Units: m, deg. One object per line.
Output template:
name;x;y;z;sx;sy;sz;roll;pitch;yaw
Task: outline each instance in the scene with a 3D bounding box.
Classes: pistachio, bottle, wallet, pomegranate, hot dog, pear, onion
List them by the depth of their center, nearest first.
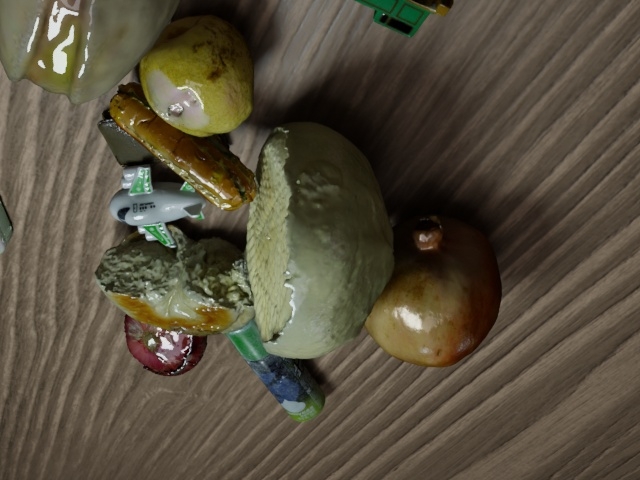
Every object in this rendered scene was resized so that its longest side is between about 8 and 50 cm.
pistachio;-0.271;-0.381;1.004;0.281;0.365;0.446;9;102;-19
pear;-0.172;-0.231;1.276;0.178;0.178;0.178;6;138;6
hot dog;-0.209;-0.145;1.356;0.269;0.115;0.072;39;121;-2
wallet;-0.258;-0.174;1.462;0.198;0.031;0.110;-5;135;16
pomegranate;0.183;0.070;1.476;0.229;0.252;0.270;19;145;22
onion;-0.303;0.179;1.798;0.183;0.147;0.184;2;99;15
bottle;-0.096;0.252;1.852;0.093;0.093;0.330;-11;133;23

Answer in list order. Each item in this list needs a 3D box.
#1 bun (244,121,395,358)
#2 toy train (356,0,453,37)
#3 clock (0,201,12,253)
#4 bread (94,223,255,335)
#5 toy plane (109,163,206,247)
bun;0.004;0.001;1.367;0.202;0.364;0.364;1;140;-13
toy train;0.084;-0.347;1.154;0.227;0.091;0.136;19;148;-9
clock;-0.691;-0.044;1.679;0.190;0.062;0.151;6;139;7
bread;-0.231;0.083;1.637;0.314;0.171;0.192;2;146;18
toy plane;-0.280;-0.060;1.529;0.173;0.080;0.174;4;130;4
